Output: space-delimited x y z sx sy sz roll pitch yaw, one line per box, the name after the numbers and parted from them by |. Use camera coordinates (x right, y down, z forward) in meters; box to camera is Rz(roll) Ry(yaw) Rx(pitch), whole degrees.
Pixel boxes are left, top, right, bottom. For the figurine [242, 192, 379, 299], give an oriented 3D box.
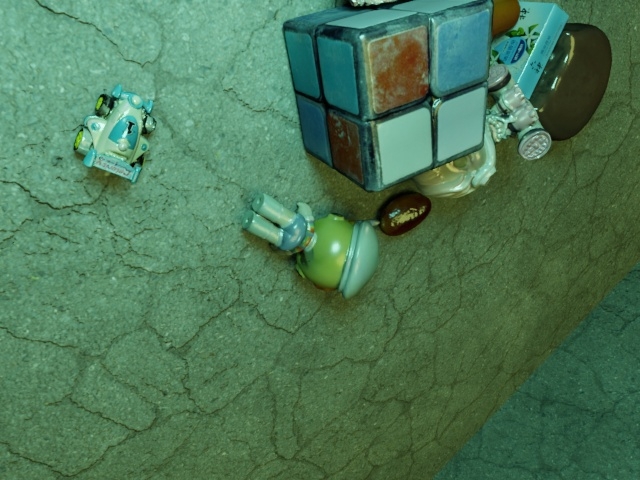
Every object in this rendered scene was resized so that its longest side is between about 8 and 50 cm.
-0.016 0.027 1.184 0.382 0.205 0.224 12 102 -29 | figurine

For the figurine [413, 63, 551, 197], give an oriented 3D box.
0.393 -0.247 1.233 0.361 0.253 0.211 -30 156 18 | figurine

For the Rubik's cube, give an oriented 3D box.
0.138 -0.332 1.005 0.313 0.318 0.316 -23 125 -20 | Rubik's cube

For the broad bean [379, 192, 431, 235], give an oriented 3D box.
0.244 -0.077 1.377 0.165 0.084 0.114 -22 109 -15 | broad bean

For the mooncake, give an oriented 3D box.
0.693 -0.462 1.402 0.334 0.174 0.326 -19 121 -21 | mooncake

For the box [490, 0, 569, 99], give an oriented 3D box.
0.544 -0.519 1.287 0.083 0.142 0.232 8 111 -36 | box

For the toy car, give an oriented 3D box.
-0.368 -0.195 0.881 0.126 0.098 0.161 23 103 -42 | toy car

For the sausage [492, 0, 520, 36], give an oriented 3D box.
0.403 -0.549 1.200 0.300 0.083 0.089 -35 129 -23 | sausage

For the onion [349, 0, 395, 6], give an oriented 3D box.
0.143 -0.591 0.938 0.250 0.111 0.247 -12 98 -2 | onion
